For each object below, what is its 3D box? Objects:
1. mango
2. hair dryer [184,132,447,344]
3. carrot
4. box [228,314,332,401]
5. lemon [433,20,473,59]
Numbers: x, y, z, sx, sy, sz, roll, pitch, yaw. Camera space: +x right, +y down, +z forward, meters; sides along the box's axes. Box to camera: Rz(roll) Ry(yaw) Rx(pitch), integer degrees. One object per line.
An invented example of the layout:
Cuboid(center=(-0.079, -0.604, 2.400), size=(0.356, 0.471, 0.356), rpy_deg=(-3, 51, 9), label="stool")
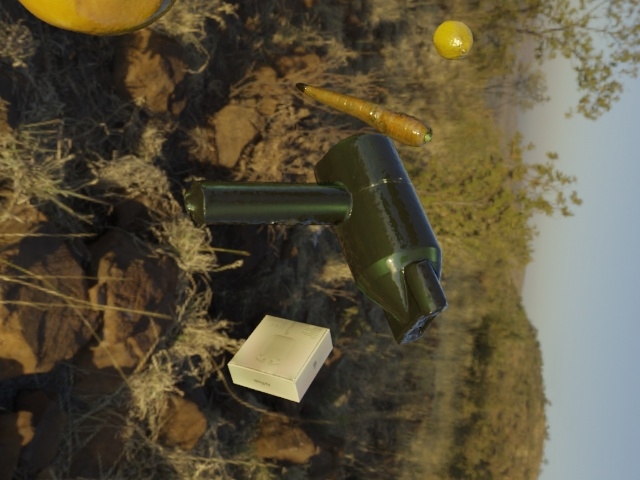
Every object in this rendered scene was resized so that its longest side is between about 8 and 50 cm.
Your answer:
Cuboid(center=(-0.187, -0.277, 0.544), size=(0.227, 0.147, 0.109), rpy_deg=(-67, -172, -32), label="mango")
Cuboid(center=(0.000, 0.000, 0.672), size=(0.116, 0.302, 0.245), rpy_deg=(-52, -132, 46), label="hair dryer")
Cuboid(center=(0.069, -0.215, 0.987), size=(0.049, 0.254, 0.049), rpy_deg=(-58, 165, -25), label="carrot")
Cuboid(center=(-0.066, 0.195, 1.008), size=(0.129, 0.130, 0.051), rpy_deg=(-52, 141, -45), label="box")
Cuboid(center=(0.228, -0.348, 1.029), size=(0.092, 0.065, 0.065), rpy_deg=(-123, -165, -47), label="lemon")
